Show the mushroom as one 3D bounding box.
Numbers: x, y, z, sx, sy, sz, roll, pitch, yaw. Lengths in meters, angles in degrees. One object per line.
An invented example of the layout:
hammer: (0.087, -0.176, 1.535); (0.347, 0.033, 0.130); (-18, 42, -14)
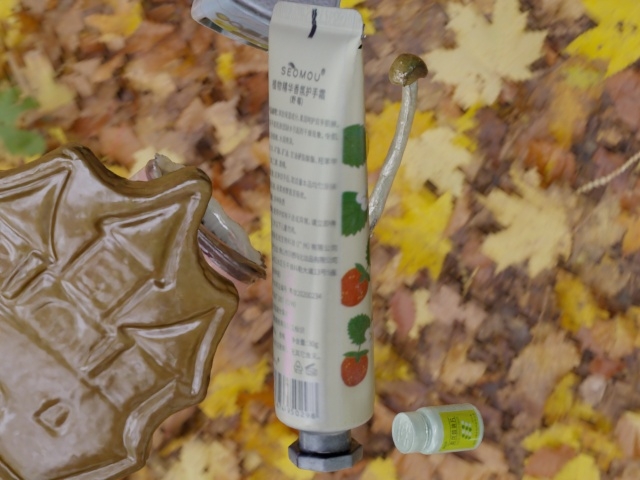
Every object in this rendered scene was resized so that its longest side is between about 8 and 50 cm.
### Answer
mushroom: (0.056, -0.058, 1.756); (0.043, 0.068, 0.306); (40, 116, 50)

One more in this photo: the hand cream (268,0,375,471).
hand cream: (0.000, 0.000, 0.945); (0.095, 0.059, 0.276); (20, 115, 54)

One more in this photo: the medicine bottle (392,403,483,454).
medicine bottle: (0.116, 0.186, 1.588); (0.047, 0.083, 0.047); (5, 96, 59)

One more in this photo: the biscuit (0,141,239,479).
biscuit: (-0.137, 0.038, 0.876); (0.182, 0.034, 0.215); (43, 106, -12)

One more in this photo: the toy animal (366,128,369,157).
toy animal: (-0.007, -0.114, 1.737); (0.114, 0.082, 0.091); (16, 129, 24)

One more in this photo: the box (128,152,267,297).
box: (-0.125, 0.022, 1.202); (0.135, 0.151, 0.151); (-40, 92, 10)

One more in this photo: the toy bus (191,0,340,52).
toy bus: (-0.014, -0.305, 1.298); (0.109, 0.136, 0.329); (23, 72, -24)
